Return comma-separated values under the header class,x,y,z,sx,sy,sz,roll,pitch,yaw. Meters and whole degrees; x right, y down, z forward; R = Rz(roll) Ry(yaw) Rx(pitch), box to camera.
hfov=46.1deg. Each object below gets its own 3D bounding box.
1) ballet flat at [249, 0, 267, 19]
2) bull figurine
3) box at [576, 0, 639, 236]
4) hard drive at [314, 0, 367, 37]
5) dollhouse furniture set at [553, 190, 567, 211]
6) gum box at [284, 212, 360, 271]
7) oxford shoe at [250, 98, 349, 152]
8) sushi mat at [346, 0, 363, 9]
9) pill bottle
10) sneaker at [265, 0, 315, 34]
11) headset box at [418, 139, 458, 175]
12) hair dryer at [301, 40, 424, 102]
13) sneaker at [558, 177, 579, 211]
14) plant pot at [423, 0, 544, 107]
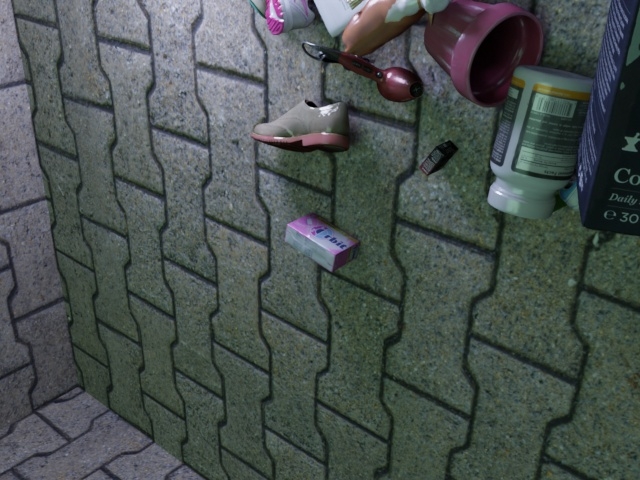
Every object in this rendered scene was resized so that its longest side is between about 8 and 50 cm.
class,x,y,z,sx,sy,sz,roll,pitch,yaw
ballet flat,-0.178,-0.679,1.912,0.248,0.086,0.086,55,137,8
bull figurine,0.167,-0.485,1.545,0.310,0.188,0.101,-18,121,47
box,0.639,-0.244,1.020,0.480,0.297,0.471,9,120,12
hard drive,0.101,-0.640,1.680,0.353,0.047,0.233,-21,96,48
dollhouse furniture set,0.458,-0.098,1.635,0.152,0.059,0.076,21,134,59
gum box,0.000,0.000,2.065,0.188,0.107,0.062,32,130,28
oxford shoe,-0.049,-0.303,1.977,0.348,0.123,0.130,8,90,43
sushi mat,0.148,-0.628,1.537,0.317,0.019,0.151,-35,78,22
pill bottle,0.427,-0.193,1.479,0.162,0.162,0.278,25,115,33
sneaker,-0.082,-0.613,1.837,0.103,0.111,0.252,-33,65,58
headset box,0.271,-0.188,1.739,0.032,0.062,0.083,50,135,14
hair dryer,0.112,-0.366,1.687,0.294,0.224,0.080,24,107,31
sneaker,0.557,-0.146,1.468,0.086,0.085,0.237,49,135,6
plant pot,0.312,-0.394,1.511,0.180,0.201,0.201,45,137,40
